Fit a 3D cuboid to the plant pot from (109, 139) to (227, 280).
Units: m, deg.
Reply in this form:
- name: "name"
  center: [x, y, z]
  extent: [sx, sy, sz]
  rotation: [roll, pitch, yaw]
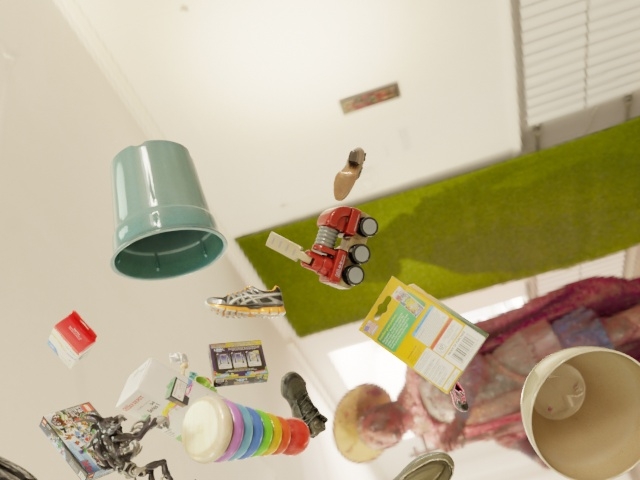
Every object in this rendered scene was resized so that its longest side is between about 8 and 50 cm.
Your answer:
- name: "plant pot"
  center: [-0.482, -0.098, 2.159]
  extent: [0.341, 0.341, 0.334]
  rotation: [59, -167, -66]

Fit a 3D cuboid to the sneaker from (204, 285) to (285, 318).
- name: "sneaker"
  center: [-0.202, 0.162, 1.925]
  extent: [0.084, 0.215, 0.083]
  rotation: [127, 144, -69]

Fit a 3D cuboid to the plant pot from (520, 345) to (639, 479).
- name: "plant pot"
  center: [0.556, 0.353, 1.566]
  extent: [0.191, 0.284, 0.284]
  rotation: [-139, 30, -82]

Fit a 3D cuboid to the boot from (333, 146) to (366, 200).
- name: "boot"
  center: [0.062, -0.131, 1.438]
  extent: [0.087, 0.042, 0.118]
  rotation: [14, -83, -78]

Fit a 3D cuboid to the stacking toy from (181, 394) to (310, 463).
- name: "stacking toy"
  center: [-0.144, 0.435, 1.605]
  extent: [0.330, 0.141, 0.141]
  rotation: [24, -137, -46]

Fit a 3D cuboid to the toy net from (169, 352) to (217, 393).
- name: "toy net"
  center: [-0.469, 0.480, 2.654]
  extent: [0.232, 0.045, 0.122]
  rotation: [43, -160, 30]

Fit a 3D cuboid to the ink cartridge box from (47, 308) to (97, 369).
- name: "ink cartridge box"
  center: [-0.870, 0.347, 2.516]
  extent: [0.134, 0.078, 0.231]
  rotation: [47, 141, 3]

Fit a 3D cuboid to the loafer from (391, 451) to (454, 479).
- name: "loafer"
  center: [0.203, 0.571, 1.618]
  extent: [0.094, 0.251, 0.087]
  rotation: [59, 171, -9]

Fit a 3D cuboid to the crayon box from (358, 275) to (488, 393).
- name: "crayon box"
  center: [0.303, 0.272, 2.126]
  extent: [0.323, 0.203, 0.083]
  rotation: [35, -167, 16]

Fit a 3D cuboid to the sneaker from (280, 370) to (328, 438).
- name: "sneaker"
  center: [-0.043, 0.493, 2.128]
  extent: [0.130, 0.087, 0.227]
  rotation: [19, 130, 51]

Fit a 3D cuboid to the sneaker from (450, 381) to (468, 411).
- name: "sneaker"
  center: [0.476, 0.530, 2.453]
  extent: [0.119, 0.047, 0.057]
  rotation: [62, 150, 3]

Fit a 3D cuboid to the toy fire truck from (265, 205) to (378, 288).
- name: "toy fire truck"
  center: [0.000, 0.000, 1.975]
  extent: [0.158, 0.247, 0.216]
  rotation: [-5, 66, 64]

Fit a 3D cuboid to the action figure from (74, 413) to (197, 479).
- name: "action figure"
  center: [-0.405, 0.462, 1.573]
  extent: [0.275, 0.164, 0.141]
  rotation: [50, -147, -5]

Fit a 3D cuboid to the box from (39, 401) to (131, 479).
- name: "box"
  center: [-0.665, 0.570, 2.042]
  extent: [0.233, 0.044, 0.159]
  rotation: [40, -155, 24]

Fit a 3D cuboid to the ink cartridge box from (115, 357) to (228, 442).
- name: "ink cartridge box"
  center: [-0.454, 0.497, 2.190]
  extent: [0.278, 0.201, 0.117]
  rotation: [33, -131, -16]

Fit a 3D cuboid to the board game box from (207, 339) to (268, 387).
- name: "board game box"
  center: [-0.260, 0.385, 2.255]
  extent: [0.141, 0.171, 0.048]
  rotation: [-109, 24, -47]

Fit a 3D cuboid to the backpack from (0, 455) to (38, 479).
- name: "backpack"
  center: [-0.829, 0.606, 1.686]
  extent: [0.290, 0.356, 0.273]
  rotation: [134, 147, -82]
